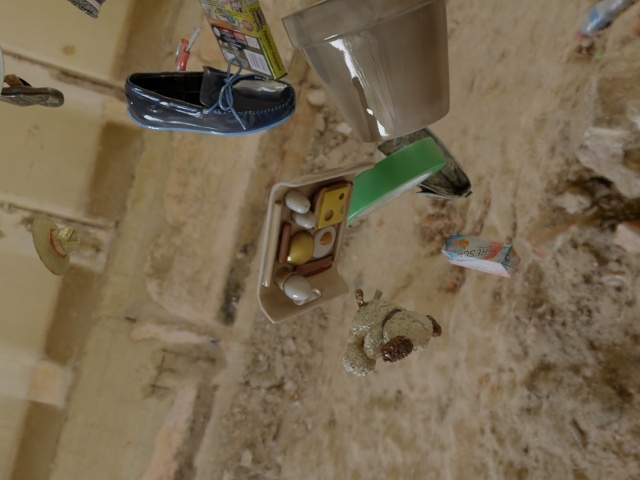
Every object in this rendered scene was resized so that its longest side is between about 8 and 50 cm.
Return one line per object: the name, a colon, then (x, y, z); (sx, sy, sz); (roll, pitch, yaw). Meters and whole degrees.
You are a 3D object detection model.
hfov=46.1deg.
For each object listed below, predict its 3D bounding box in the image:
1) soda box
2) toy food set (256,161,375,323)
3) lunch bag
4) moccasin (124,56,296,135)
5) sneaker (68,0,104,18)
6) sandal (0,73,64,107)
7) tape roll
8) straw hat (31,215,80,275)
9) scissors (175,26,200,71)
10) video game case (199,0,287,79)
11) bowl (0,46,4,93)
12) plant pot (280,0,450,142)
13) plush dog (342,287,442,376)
soda box: (0.383, 0.034, 1.804); (0.183, 0.063, 0.058); (14, 63, 47)
toy food set: (0.000, 0.000, 1.458); (0.092, 0.219, 0.306); (35, 127, 35)
lunch bag: (0.313, -0.215, 2.191); (0.169, 0.287, 0.235); (-49, -2, 7)
moccasin: (-0.219, -0.280, 1.484); (0.117, 0.342, 0.138); (85, 180, -57)
sneaker: (-0.607, -0.676, 2.017); (0.124, 0.107, 0.283); (-58, 30, -1)
sandal: (-0.648, -0.329, 1.618); (0.090, 0.219, 0.060); (27, -110, -68)
tape roll: (0.157, -0.139, 1.867); (0.077, 0.321, 0.321); (59, 154, 5)
straw hat: (-0.547, 0.001, 1.603); (0.144, 0.061, 0.144); (-18, -90, -83)
scissors: (-0.319, -0.472, 1.797); (0.297, 0.021, 0.109); (139, 133, -65)
video game case: (-0.189, -0.488, 1.649); (0.275, 0.035, 0.248); (34, 153, 53)
bowl: (-0.784, -0.341, 1.454); (0.134, 0.298, 0.298); (28, 106, 37)
plant pot: (0.120, -0.353, 1.454); (0.323, 0.323, 0.280); (-129, 17, -71)
plush dog: (0.197, 0.234, 1.995); (0.225, 0.262, 0.211); (8, 117, 44)
